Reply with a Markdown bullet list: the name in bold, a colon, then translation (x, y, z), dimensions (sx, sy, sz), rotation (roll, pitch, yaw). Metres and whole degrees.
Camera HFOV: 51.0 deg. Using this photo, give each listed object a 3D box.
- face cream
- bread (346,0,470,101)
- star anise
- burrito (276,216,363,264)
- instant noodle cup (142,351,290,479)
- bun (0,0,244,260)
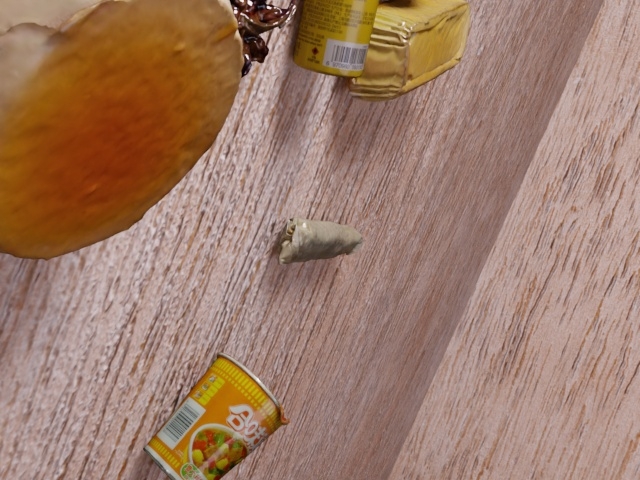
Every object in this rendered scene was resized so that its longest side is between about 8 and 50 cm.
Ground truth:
- **face cream**: translation (0.044, -0.402, 0.896), dimensions (0.105, 0.105, 0.349), rotation (-24, 133, -54)
- **bread**: translation (0.152, -0.332, 1.144), dimensions (0.288, 0.119, 0.153), rotation (-37, 140, -47)
- **star anise**: translation (-0.098, -0.266, 0.801), dimensions (0.168, 0.057, 0.168), rotation (-33, 139, -34)
- **burrito**: translation (0.000, 0.000, 1.215), dimensions (0.275, 0.059, 0.082), rotation (-2, 121, -62)
- **instant noodle cup**: translation (-0.169, 0.298, 1.052), dimensions (0.185, 0.168, 0.168), rotation (-44, 148, -23)
- **bun**: translation (-0.214, -0.132, 0.548), dimensions (0.299, 0.164, 0.299), rotation (-45, 166, -15)
